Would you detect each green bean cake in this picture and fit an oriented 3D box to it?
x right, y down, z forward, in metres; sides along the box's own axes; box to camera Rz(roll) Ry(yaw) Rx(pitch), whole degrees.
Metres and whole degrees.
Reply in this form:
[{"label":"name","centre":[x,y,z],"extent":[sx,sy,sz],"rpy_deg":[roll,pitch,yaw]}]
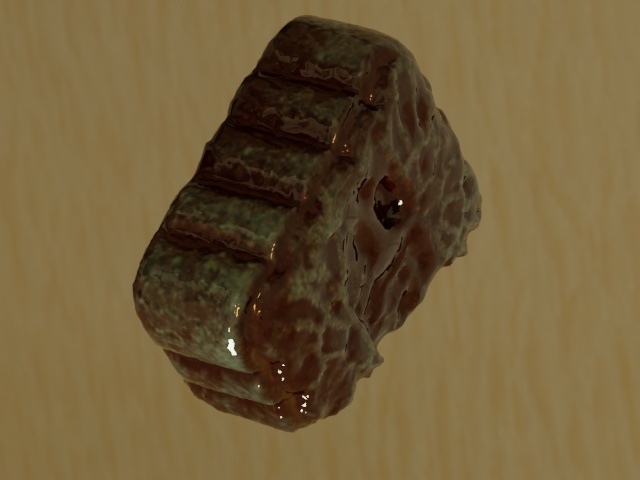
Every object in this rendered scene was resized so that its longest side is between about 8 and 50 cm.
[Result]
[{"label":"green bean cake","centre":[0.000,0.000,1.116],"extent":[0.097,0.198,0.232],"rpy_deg":[16,-117,29]}]
